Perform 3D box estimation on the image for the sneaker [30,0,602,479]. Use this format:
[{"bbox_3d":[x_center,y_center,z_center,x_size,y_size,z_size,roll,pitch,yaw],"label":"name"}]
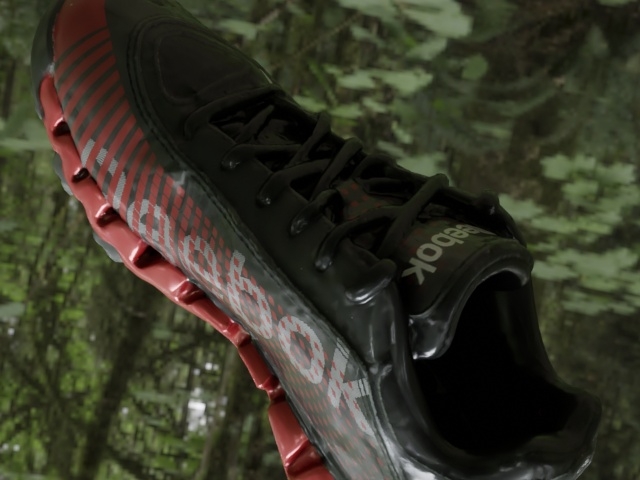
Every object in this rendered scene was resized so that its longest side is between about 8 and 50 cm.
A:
[{"bbox_3d":[0.000,0.000,0.434,0.097,0.276,0.135,-33,174,-40],"label":"sneaker"}]
